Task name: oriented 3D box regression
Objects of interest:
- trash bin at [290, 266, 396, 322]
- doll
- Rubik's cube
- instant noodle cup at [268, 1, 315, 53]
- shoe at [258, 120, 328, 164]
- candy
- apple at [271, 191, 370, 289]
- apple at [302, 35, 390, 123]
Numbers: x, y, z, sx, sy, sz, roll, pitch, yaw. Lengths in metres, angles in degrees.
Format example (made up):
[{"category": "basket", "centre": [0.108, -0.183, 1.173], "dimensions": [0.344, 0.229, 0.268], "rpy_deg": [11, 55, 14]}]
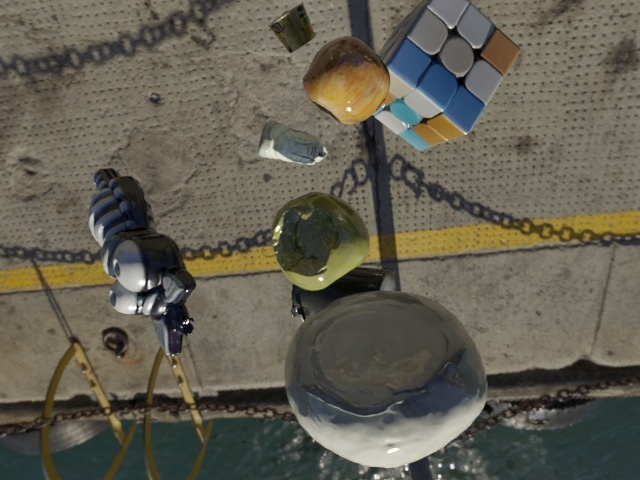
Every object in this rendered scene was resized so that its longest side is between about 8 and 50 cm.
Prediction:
[{"category": "trash bin", "centre": [0.080, 0.180, 1.472], "dimensions": [0.301, 0.252, 0.203], "rpy_deg": [4, 133, 26]}, {"category": "doll", "centre": [-0.176, 0.008, 0.420], "dimensions": [0.067, 0.219, 0.091], "rpy_deg": [-7, 133, -43]}, {"category": "Rubik's cube", "centre": [0.366, -0.556, 1.483], "dimensions": [0.344, 0.346, 0.347], "rpy_deg": [33, 83, -14]}, {"category": "instant noodle cup", "centre": [-0.093, -0.753, 1.577], "dimensions": [0.151, 0.152, 0.122], "rpy_deg": [-29, 118, 16]}, {"category": "shoe", "centre": [-0.087, -0.352, 1.641], "dimensions": [0.210, 0.342, 0.132], "rpy_deg": [18, 104, 15]}, {"category": "candy", "centre": [0.088, 0.192, 0.652], "dimensions": [0.295, 0.296, 0.185], "rpy_deg": [-5, 124, 6]}, {"category": "apple", "centre": [0.000, 0.000, 1.227], "dimensions": [0.278, 0.279, 0.280], "rpy_deg": [1, 117, 2]}, {"category": "apple", "centre": [0.070, -0.405, 1.136], "dimensions": [0.211, 0.211, 0.188], "rpy_deg": [36, 101, -14]}]
